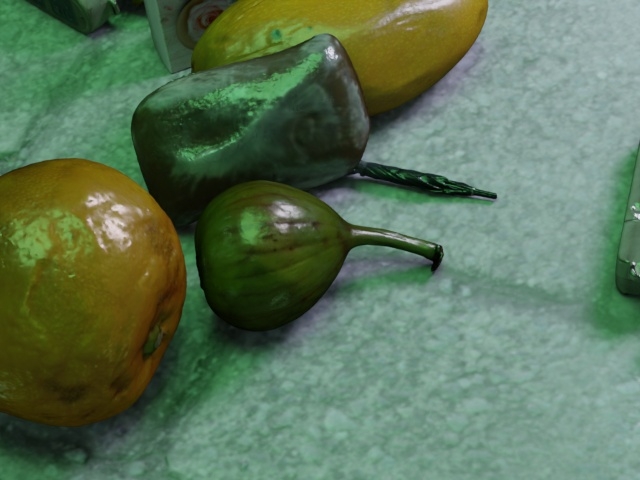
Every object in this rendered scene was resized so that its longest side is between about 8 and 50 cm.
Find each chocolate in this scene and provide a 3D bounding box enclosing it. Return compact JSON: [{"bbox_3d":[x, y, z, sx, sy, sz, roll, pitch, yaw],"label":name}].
[{"bbox_3d":[-0.073,-0.113,1.940,0.254,0.156,0.080,-17,8,2],"label":"chocolate"}]

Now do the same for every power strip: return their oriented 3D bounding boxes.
[{"bbox_3d":[-0.357,-0.331,2.257,0.286,0.080,0.048,31,64,28],"label":"power strip"},{"bbox_3d":[0.361,-0.023,1.896,0.093,0.053,0.288,8,50,13],"label":"power strip"}]

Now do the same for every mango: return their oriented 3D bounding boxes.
[{"bbox_3d":[0.025,-0.219,2.060,0.359,0.144,0.187,-14,53,-9],"label":"mango"}]

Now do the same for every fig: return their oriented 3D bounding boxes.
[{"bbox_3d":[0.000,0.000,1.865,0.259,0.151,0.151,-13,47,-10],"label":"fig"}]

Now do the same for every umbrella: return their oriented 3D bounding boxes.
[{"bbox_3d":[0.062,-0.082,2.000,0.269,0.044,0.044,9,77,13],"label":"umbrella"}]

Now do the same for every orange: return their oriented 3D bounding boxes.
[{"bbox_3d":[-0.255,0.048,1.771,0.261,0.261,0.261,-4,47,4],"label":"orange"}]

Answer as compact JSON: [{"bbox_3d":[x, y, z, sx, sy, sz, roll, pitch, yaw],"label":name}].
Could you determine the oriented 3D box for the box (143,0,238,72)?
[{"bbox_3d":[-0.107,-0.295,2.150,0.199,0.135,0.081,-19,48,-8],"label":"box"}]

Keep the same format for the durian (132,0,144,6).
[{"bbox_3d":[-0.184,-0.379,2.237,0.305,0.185,0.195,-15,65,4],"label":"durian"}]
